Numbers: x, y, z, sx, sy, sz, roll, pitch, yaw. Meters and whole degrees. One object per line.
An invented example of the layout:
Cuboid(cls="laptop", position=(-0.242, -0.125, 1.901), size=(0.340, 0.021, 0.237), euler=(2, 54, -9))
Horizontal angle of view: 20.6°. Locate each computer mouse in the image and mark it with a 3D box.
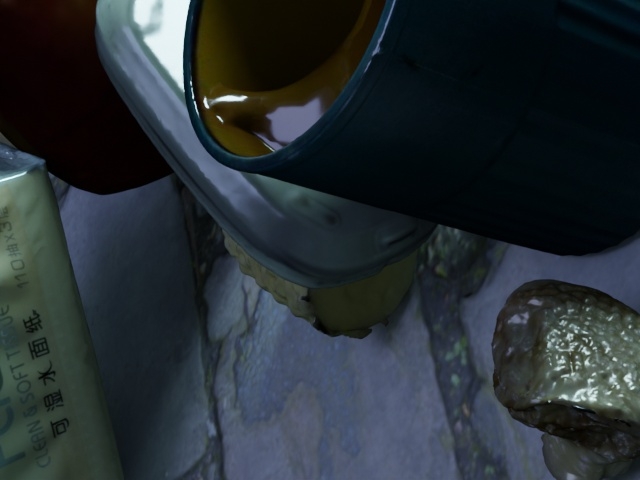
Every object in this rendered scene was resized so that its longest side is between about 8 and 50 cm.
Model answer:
Cuboid(cls="computer mouse", position=(-0.041, -0.105, 1.362), size=(0.331, 0.197, 0.095), euler=(55, 156, 20))

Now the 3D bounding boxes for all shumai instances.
Cuboid(cls="shumai", position=(0.172, 0.107, 1.143), size=(0.145, 0.146, 0.116), euler=(-116, 34, -45))

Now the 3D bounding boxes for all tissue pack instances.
Cuboid(cls="tissue pack", position=(-0.348, 0.110, 1.645), size=(0.332, 0.205, 0.404), euler=(21, 128, 54))

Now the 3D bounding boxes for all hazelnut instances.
Cuboid(cls="hazelnut", position=(-0.218, -0.256, 1.605), size=(0.402, 0.429, 0.402), euler=(-53, -7, -9))

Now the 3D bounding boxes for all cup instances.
Cuboid(cls="cup", position=(0.075, -0.126, 1.214), size=(0.308, 0.292, 0.242), euler=(-8, 70, 55))

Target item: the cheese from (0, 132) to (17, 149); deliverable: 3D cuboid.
Cuboid(cls="cheese", position=(-0.275, -0.192, 1.896), size=(0.218, 0.117, 0.235), euler=(-45, 47, 33))

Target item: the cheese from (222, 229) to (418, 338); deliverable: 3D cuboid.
Cuboid(cls="cheese", position=(0.000, 0.000, 1.439), size=(0.123, 0.094, 0.167), euler=(-54, 36, 2))
